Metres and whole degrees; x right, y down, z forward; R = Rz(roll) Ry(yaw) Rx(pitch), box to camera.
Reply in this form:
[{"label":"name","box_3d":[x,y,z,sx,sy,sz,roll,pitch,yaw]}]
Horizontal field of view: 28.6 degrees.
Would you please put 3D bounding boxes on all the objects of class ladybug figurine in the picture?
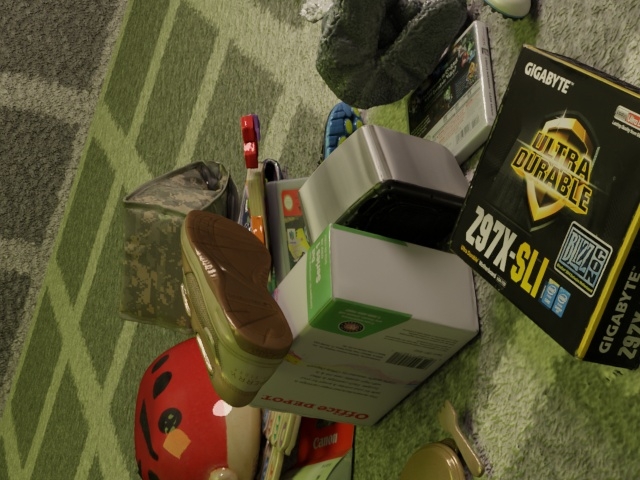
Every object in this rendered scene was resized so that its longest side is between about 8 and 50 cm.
[{"label":"ladybug figurine","box_3d":[-0.208,0.302,2.045,0.449,0.161,0.305,-144,65,-73]}]

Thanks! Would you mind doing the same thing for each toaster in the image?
[{"label":"toaster","box_3d":[0.074,-0.046,1.597,0.168,0.185,0.110,-46,48,36]}]

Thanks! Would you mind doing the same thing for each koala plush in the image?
[{"label":"koala plush","box_3d":[0.064,-0.297,1.765,0.203,0.196,0.221,-64,19,11]}]

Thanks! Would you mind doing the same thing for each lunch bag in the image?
[{"label":"lunch bag","box_3d":[-0.234,0.002,2.255,0.287,0.168,0.235,-50,-31,-63]}]

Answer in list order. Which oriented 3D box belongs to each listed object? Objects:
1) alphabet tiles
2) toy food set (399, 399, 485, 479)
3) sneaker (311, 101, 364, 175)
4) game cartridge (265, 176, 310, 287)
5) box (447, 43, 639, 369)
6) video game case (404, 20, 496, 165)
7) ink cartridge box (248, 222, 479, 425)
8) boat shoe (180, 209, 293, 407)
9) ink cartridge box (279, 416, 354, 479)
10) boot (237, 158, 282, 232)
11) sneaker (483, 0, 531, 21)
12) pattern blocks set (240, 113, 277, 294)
[{"label":"alphabet tiles","box_3d":[-0.057,0.234,1.895,0.284,0.021,0.278,179,105,-79]},{"label":"toy food set","box_3d":[0.137,0.300,1.496,0.192,0.038,0.132,-58,36,25]},{"label":"sneaker","box_3d":[0.018,-0.124,1.943,0.078,0.067,0.188,5,85,60]},{"label":"game cartridge","box_3d":[0.000,0.000,1.863,0.294,0.060,0.196,-3,99,65]},{"label":"box","box_3d":[0.269,-0.047,1.325,0.322,0.079,0.257,-131,56,-62]},{"label":"video game case","box_3d":[0.172,-0.170,1.680,0.190,0.022,0.173,-47,37,50]},{"label":"ink cartridge box","box_3d":[0.040,0.116,1.593,0.278,0.201,0.117,-50,34,47]},{"label":"boat shoe","box_3d":[-0.127,0.074,1.590,0.110,0.121,0.341,-64,23,23]},{"label":"ink cartridge box","box_3d":[-0.019,0.343,1.793,0.189,0.066,0.232,-31,53,58]},{"label":"boot","box_3d":[-0.104,-0.049,2.173,0.086,0.069,0.190,124,151,-50]},{"label":"sneaker","box_3d":[0.231,-0.381,1.580,0.086,0.085,0.237,129,145,-54]},{"label":"pattern blocks set","box_3d":[-0.096,-0.037,1.986,0.285,0.026,0.325,-82,-14,-84]}]
